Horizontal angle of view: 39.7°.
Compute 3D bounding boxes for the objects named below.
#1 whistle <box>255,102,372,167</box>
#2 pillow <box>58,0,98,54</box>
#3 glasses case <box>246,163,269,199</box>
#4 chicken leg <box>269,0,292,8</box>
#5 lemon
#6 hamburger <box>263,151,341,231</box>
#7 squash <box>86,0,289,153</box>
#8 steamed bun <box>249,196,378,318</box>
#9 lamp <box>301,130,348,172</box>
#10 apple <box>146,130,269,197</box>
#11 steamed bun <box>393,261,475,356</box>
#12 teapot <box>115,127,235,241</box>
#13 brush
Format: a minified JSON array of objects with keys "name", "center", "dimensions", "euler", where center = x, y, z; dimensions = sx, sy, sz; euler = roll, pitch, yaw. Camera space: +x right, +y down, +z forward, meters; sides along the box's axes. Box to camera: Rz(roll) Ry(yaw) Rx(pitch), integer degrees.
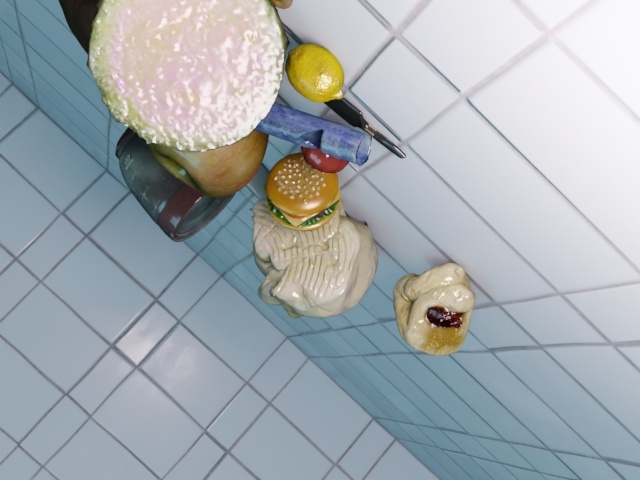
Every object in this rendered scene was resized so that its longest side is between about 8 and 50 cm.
[{"name":"whistle","center":[-0.056,-0.203,1.550],"dimensions":[0.304,0.062,0.062],"euler":[21,158,21]},{"name":"pillow","center":[-0.461,-0.438,1.997],"dimensions":[0.305,0.108,0.308],"euler":[33,162,45]},{"name":"glasses case","center":[-0.161,-0.157,2.103],"dimensions":[0.164,0.063,0.041],"euler":[46,165,-17]},{"name":"chicken leg","center":[-0.090,-0.401,1.272],"dimensions":[0.085,0.069,0.198],"euler":[33,169,36]},{"name":"lemon","center":[-0.006,-0.263,1.405],"dimensions":[0.110,0.082,0.082],"euler":[42,165,-2]},{"name":"hamburger","center":[-0.036,-0.100,1.792],"dimensions":[0.162,0.162,0.115],"euler":[36,157,19]},{"name":"squash","center":[-0.227,-0.308,1.489],"dimensions":[0.310,0.310,0.309],"euler":[46,178,-14]},{"name":"steamed bun","center":[-0.010,0.038,1.936],"dimensions":[0.206,0.275,0.320],"euler":[45,-155,-59]},{"name":"lamp","center":[0.009,-0.167,1.606],"dimensions":[0.101,0.090,0.101],"euler":[31,-149,-21]},{"name":"apple","center":[-0.212,-0.221,1.736],"dimensions":[0.257,0.234,0.257],"euler":[36,161,14]},{"name":"steamed bun","center":[0.237,0.118,1.733],"dimensions":[0.140,0.172,0.155],"euler":[13,139,-22]},{"name":"teapot","center":[-0.388,-0.204,2.306],"dimensions":[0.312,0.233,0.315],"euler":[45,136,8]},{"name":"brush","center":[0.069,-0.201,1.510],"dimensions":[0.193,0.016,0.063],"euler":[42,165,3]}]
